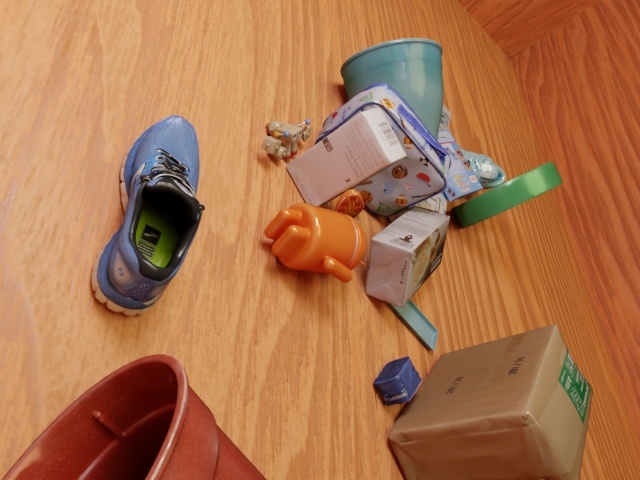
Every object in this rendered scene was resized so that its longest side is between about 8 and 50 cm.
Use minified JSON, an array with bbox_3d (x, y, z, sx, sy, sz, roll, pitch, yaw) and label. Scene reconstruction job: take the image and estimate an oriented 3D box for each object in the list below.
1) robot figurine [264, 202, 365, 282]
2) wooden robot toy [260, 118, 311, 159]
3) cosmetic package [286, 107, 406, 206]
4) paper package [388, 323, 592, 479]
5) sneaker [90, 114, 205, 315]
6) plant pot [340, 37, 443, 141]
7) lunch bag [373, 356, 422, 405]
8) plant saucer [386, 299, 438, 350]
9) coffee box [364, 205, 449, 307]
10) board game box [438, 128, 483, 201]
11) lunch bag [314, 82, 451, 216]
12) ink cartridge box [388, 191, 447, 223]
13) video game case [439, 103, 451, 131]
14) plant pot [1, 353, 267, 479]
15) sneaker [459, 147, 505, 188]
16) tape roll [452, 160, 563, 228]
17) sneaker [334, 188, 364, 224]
[{"bbox_3d":[0.000,0.002,0.913,0.219,0.158,0.128,11,93,-44],"label":"robot figurine"},{"bbox_3d":[-0.089,-0.223,1.016,0.079,0.076,0.173,28,38,14],"label":"wooden robot toy"},{"bbox_3d":[0.048,-0.164,0.978,0.085,0.231,0.117,-31,91,-51],"label":"cosmetic package"},{"bbox_3d":[0.348,0.344,0.946,0.325,0.309,0.168,-29,91,-52],"label":"paper package"},{"bbox_3d":[-0.221,-0.060,0.692,0.129,0.147,0.330,26,50,-36],"label":"sneaker"},{"bbox_3d":[0.205,-0.350,1.254,0.271,0.271,0.255,-6,87,-49],"label":"plant pot"},{"bbox_3d":[0.160,0.292,0.962,0.098,0.067,0.065,-35,95,-50],"label":"lunch bag"},{"bbox_3d":[0.217,0.181,1.131,0.192,0.018,0.067,47,41,-16],"label":"plant saucer"},{"bbox_3d":[0.206,0.029,1.098,0.246,0.098,0.141,-32,134,-51],"label":"coffee box"},{"bbox_3d":[0.379,-0.225,1.390,0.160,0.039,0.211,-18,76,-45],"label":"board game box"},{"bbox_3d":[0.156,-0.202,1.110,0.303,0.243,0.115,42,43,-22],"label":"lunch bag"},{"bbox_3d":[0.271,-0.100,1.301,0.148,0.086,0.203,42,42,-23],"label":"ink cartridge box"},{"bbox_3d":[0.341,-0.465,1.631,0.300,0.036,0.329,44,42,-20],"label":"video game case"},{"bbox_3d":[-0.157,0.307,0.476,0.265,0.272,0.272,53,39,-24],"label":"plant pot"},{"bbox_3d":[0.500,-0.244,1.559,0.366,0.150,0.135,-1,95,-47],"label":"sneaker"},{"bbox_3d":[0.575,-0.138,1.468,0.321,0.321,0.077,-19,83,-51],"label":"tape roll"},{"bbox_3d":[0.056,-0.074,1.019,0.064,0.175,0.067,-11,73,-5],"label":"sneaker"}]
